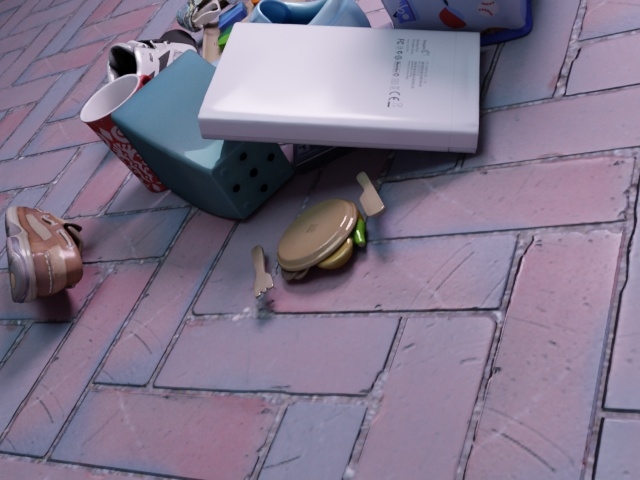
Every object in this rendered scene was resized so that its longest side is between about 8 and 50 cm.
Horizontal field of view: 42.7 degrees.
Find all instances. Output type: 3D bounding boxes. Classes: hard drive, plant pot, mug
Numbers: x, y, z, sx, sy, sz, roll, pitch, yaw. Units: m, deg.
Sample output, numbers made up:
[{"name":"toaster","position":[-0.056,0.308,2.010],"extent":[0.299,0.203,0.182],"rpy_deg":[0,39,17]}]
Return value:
[{"name":"hard drive","position":[0.035,-0.213,1.106],"extent":[0.352,0.047,0.233],"rpy_deg":[4,46,7]},{"name":"plant pot","position":[-0.160,-0.142,1.211],"extent":[0.165,0.165,0.234],"rpy_deg":[-43,45,-11]},{"name":"mug","position":[-0.281,-0.182,1.339],"extent":[0.113,0.169,0.150],"rpy_deg":[16,59,48]}]

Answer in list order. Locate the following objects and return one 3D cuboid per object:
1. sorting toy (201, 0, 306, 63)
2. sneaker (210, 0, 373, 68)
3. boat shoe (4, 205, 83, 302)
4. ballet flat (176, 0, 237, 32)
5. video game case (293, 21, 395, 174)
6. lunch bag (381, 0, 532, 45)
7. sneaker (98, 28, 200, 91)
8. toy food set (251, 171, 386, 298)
[{"name":"sorting toy","position":[-0.133,-0.412,1.589],"extent":[0.229,0.041,0.307],"rpy_deg":[-25,37,14]},{"name":"sneaker","position":[-0.085,-0.316,1.311],"extent":[0.365,0.150,0.135],"rpy_deg":[-12,41,30]},{"name":"boat shoe","position":[-0.437,0.017,1.306],"extent":[0.116,0.123,0.324],"rpy_deg":[-7,21,-19]},{"name":"ballet flat","position":[-0.208,-0.491,1.678],"extent":[0.188,0.070,0.070],"rpy_deg":[-41,36,-1]},{"name":"video game case","position":[0.044,-0.224,1.253],"extent":[0.196,0.026,0.274],"rpy_deg":[-24,38,15]},{"name":"lunch bag","position":[0.175,-0.517,1.206],"extent":[0.238,0.328,0.386],"rpy_deg":[-6,52,31]},{"name":"sneaker","position":[-0.336,-0.347,1.594],"extent":[0.122,0.146,0.331],"rpy_deg":[-18,38,24]},{"name":"toy food set","position":[0.000,0.000,1.032],"extent":[0.192,0.038,0.132],"rpy_deg":[-34,29,10]}]
